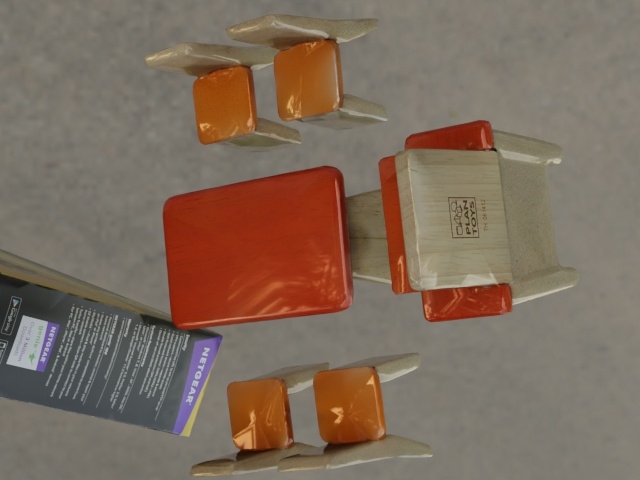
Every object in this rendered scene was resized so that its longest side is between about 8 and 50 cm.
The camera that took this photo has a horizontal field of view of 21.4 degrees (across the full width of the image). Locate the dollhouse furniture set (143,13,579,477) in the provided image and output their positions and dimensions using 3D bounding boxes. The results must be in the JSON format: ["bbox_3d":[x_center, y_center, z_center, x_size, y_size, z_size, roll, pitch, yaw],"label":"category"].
[{"bbox_3d":[0.000,0.000,0.948,0.259,0.262,0.135,-10,175,43],"label":"dollhouse furniture set"}]

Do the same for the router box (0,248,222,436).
[{"bbox_3d":[-0.261,0.041,1.187,0.309,0.081,0.243,17,178,41],"label":"router box"}]
